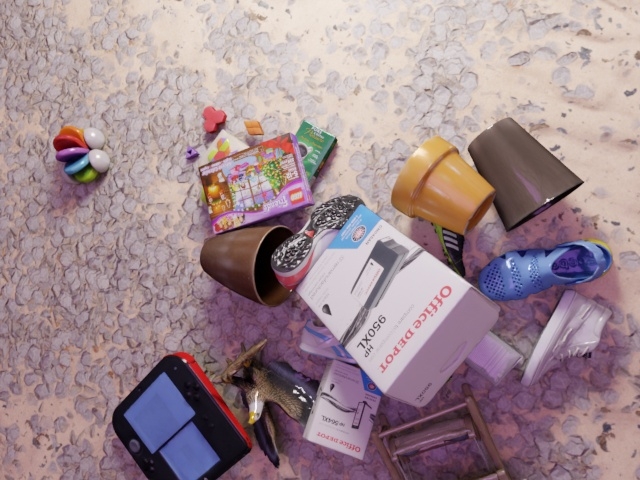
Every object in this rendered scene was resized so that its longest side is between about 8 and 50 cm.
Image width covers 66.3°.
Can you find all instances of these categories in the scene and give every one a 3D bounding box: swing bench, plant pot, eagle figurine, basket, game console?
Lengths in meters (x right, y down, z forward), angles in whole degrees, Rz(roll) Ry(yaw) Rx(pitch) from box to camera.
[{"bbox_3d":[0.291,0.518,1.173,0.253,0.165,0.255,-25,80,11],"label":"swing bench"},{"bbox_3d":[0.306,-0.116,1.181,0.188,0.205,0.205,38,96,24],"label":"plant pot"},{"bbox_3d":[-0.141,0.427,1.310,0.298,0.225,0.226,47,144,-16],"label":"eagle figurine"},{"bbox_3d":[0.473,-0.169,1.188,0.204,0.154,0.227,-37,74,18],"label":"basket"},{"bbox_3d":[-0.208,0.055,1.336,0.230,0.215,0.216,8,88,29],"label":"plant pot"},{"bbox_3d":[-0.403,0.532,1.367,0.386,0.060,0.342,-45,75,24],"label":"game console"}]

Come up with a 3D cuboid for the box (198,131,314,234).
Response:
[{"bbox_3d":[-0.179,-0.151,1.347,0.293,0.057,0.201,-17,84,17],"label":"box"}]

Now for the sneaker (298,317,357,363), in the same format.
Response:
[{"bbox_3d":[0.057,0.268,1.296,0.228,0.087,0.092,10,86,13],"label":"sneaker"}]

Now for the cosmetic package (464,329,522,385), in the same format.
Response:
[{"bbox_3d":[0.355,0.233,1.198,0.238,0.127,0.107,41,97,13],"label":"cosmetic package"}]

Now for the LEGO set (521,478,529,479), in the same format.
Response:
[{"bbox_3d":[0.479,0.644,1.108,0.244,0.060,0.183,28,93,-19],"label":"LEGO set"}]

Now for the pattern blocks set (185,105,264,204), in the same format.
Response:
[{"bbox_3d":[-0.264,-0.227,1.429,0.324,0.026,0.286,28,97,22],"label":"pattern blocks set"}]

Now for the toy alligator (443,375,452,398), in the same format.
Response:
[{"bbox_3d":[0.301,0.320,1.209,0.051,0.190,0.056,28,115,-25],"label":"toy alligator"}]

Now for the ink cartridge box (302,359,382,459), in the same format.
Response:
[{"bbox_3d":[0.060,0.423,1.230,0.148,0.086,0.203,21,69,-5],"label":"ink cartridge box"}]

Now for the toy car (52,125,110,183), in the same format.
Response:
[{"bbox_3d":[-0.763,-0.272,1.530,0.159,0.136,0.182,-19,81,13],"label":"toy car"}]

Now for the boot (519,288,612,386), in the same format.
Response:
[{"bbox_3d":[0.579,0.251,1.150,0.123,0.095,0.258,28,92,22],"label":"boot"}]

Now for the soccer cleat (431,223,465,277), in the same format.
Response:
[{"bbox_3d":[0.343,0.005,1.253,0.072,0.060,0.179,-22,78,11],"label":"soccer cleat"}]

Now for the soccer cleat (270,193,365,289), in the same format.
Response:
[{"bbox_3d":[0.000,0.000,1.305,0.108,0.116,0.318,33,64,29],"label":"soccer cleat"}]

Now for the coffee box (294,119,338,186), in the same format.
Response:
[{"bbox_3d":[-0.043,-0.234,1.383,0.113,0.040,0.184,30,94,17],"label":"coffee box"}]

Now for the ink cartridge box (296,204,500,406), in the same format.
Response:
[{"bbox_3d":[0.162,0.137,1.143,0.286,0.166,0.395,-53,42,5],"label":"ink cartridge box"}]

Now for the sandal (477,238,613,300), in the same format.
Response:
[{"bbox_3d":[0.531,0.066,1.159,0.317,0.138,0.126,-19,83,15],"label":"sandal"}]
